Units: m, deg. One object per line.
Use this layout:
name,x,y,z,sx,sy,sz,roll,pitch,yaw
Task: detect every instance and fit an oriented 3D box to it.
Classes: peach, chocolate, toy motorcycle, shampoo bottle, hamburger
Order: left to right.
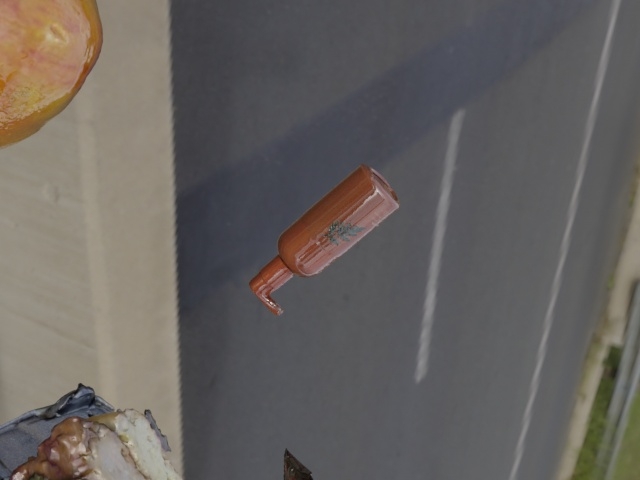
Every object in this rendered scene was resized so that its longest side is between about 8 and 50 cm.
peach,-0.330,-0.195,0.933,0.281,0.281,0.238,25,80,-66
toy motorcycle,-0.307,0.242,1.132,0.263,0.091,0.157,-15,144,-53
hamburger,-0.167,0.282,0.821,0.282,0.245,0.155,50,25,-14
chocolate,-0.045,0.466,2.087,0.028,0.182,0.086,-3,102,-21
shampoo bottle,-0.001,-0.002,1.515,0.244,0.085,0.085,-42,161,14
